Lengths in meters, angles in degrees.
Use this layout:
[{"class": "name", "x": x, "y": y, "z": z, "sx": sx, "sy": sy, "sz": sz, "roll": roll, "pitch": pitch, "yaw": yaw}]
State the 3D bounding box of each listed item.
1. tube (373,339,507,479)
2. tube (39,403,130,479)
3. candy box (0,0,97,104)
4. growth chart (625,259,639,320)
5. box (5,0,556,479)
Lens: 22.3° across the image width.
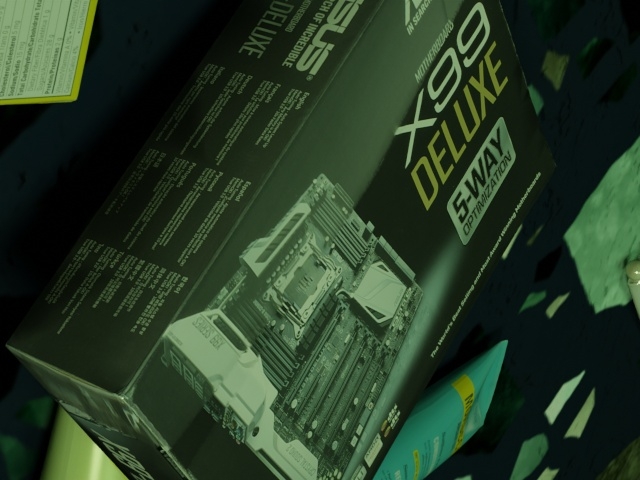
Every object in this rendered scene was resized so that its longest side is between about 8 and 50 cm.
[{"class": "tube", "x": 0.059, "y": 0.137, "z": 1.091, "sx": 0.207, "sy": 0.052, "sz": 0.080, "roll": -30, "pitch": 146, "yaw": -45}, {"class": "tube", "x": -0.108, "y": 0.098, "z": 0.840, "sx": 0.070, "sy": 0.062, "sz": 0.240, "roll": -107, "pitch": -148, "yaw": -77}, {"class": "candy box", "x": -0.125, "y": -0.151, "z": 0.651, "sx": 0.105, "sy": 0.027, "sz": 0.206, "roll": -7, "pitch": 121, "yaw": -45}, {"class": "growth chart", "x": 0.322, "y": -0.027, "z": 1.312, "sx": 0.237, "sy": 0.021, "sz": 0.172, "roll": -55, "pitch": 147, "yaw": -4}, {"class": "box", "x": 0.000, "y": 0.000, "z": 0.835, "sx": 0.307, "sy": 0.076, "sz": 0.242, "roll": -57, "pitch": 147, "yaw": -21}]
